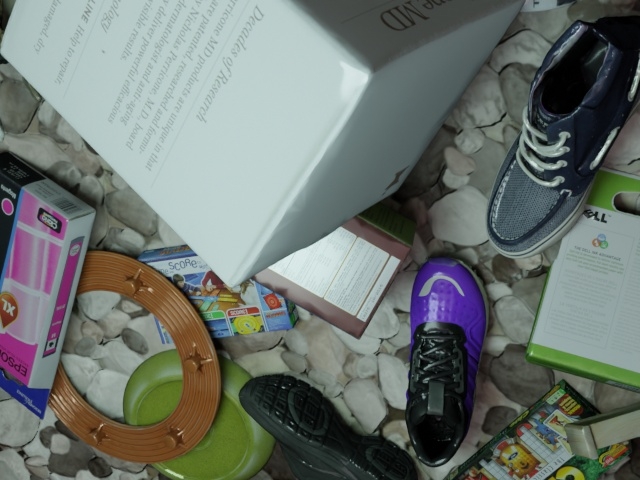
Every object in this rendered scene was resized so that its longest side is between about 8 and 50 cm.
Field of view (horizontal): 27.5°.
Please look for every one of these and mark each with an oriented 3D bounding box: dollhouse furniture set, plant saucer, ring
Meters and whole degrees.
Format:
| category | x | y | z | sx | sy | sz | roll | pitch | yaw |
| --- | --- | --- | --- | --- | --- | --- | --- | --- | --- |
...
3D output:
| category | x | y | z | sx | sy | sz | roll | pitch | yaw |
| --- | --- | --- | --- | --- | --- | --- | --- | --- | --- |
| dollhouse furniture set | 0.434 | 0.332 | 1.679 | 0.161 | 0.212 | 0.242 | -16 | 84 | -3 |
| plant saucer | -0.184 | 0.273 | 1.930 | 0.240 | 0.037 | 0.241 | 5 | 115 | 12 |
| ring | -0.296 | 0.175 | 1.884 | 0.336 | 0.032 | 0.337 | 10 | 116 | 22 |

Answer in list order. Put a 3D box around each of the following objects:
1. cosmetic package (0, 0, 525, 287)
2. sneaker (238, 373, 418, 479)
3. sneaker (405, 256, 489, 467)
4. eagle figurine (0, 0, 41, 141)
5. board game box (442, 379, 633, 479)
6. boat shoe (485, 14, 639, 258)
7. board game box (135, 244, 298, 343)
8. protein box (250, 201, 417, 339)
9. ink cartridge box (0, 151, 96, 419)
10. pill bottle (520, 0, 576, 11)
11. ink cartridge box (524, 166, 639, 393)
| category | x | y | z | sx | sy | sz | roll | pitch | yaw |
| --- | --- | --- | --- | --- | --- | --- | --- | --- | --- |
| cosmetic package | -0.067 | -0.233 | 1.426 | 0.393 | 0.329 | 0.327 | 44 | 131 | 13 |
| sneaker | -0.006 | 0.305 | 1.863 | 0.286 | 0.109 | 0.130 | 37 | 123 | -1 |
| sneaker | 0.163 | 0.172 | 1.731 | 0.102 | 0.146 | 0.293 | 4 | 115 | 13 |
| eagle figurine | -0.473 | -0.289 | 1.676 | 0.298 | 0.225 | 0.226 | 17 | 128 | -5 |
| board game box | 0.295 | 0.319 | 1.829 | 0.136 | 0.030 | 0.260 | 40 | 117 | -7 |
| boat shoe | 0.271 | -0.120 | 1.548 | 0.127 | 0.158 | 0.341 | 41 | 116 | 28 |
| board game box | -0.144 | 0.068 | 1.827 | 0.201 | 0.035 | 0.136 | -7 | 112 | 18 |
| protein box | 0.000 | 0.000 | 1.652 | 0.201 | 0.200 | 0.136 | 30 | 101 | 0 |
| ink cartridge box | -0.436 | 0.076 | 1.865 | 0.175 | 0.069 | 0.371 | 32 | 122 | 23 |
| pill bottle | 0.230 | -0.390 | 1.470 | 0.130 | 0.130 | 0.246 | 2 | 114 | 14 |
| ink cartridge box | 0.384 | 0.052 | 1.659 | 0.188 | 0.097 | 0.255 | 16 | 82 | 8 |
